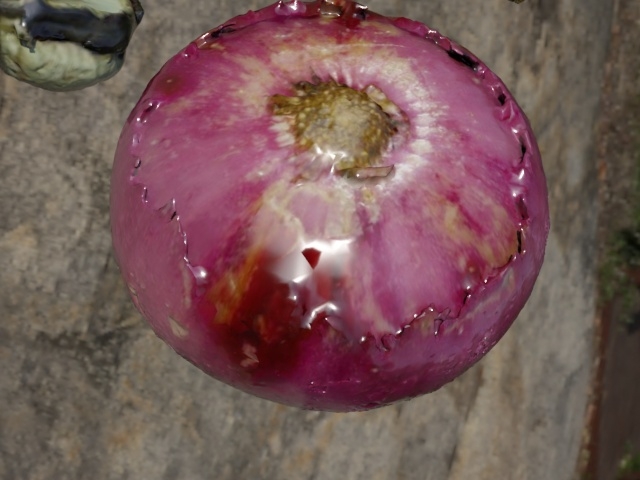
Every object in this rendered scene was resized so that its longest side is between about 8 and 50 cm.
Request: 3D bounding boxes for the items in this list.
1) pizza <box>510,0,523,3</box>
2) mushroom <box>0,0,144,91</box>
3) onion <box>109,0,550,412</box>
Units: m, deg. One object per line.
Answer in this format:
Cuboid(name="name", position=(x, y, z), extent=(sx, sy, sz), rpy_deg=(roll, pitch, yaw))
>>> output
Cuboid(name="pizza", position=(0.317, -0.513, 1.879), extent=(0.188, 0.199, 0.062), rpy_deg=(-62, 177, 26))
Cuboid(name="mushroom", position=(-0.341, -0.271, 1.311), extent=(0.247, 0.344, 0.130), rpy_deg=(4, 117, -33))
Cuboid(name="onion", position=(0.015, -0.024, 0.939), extent=(0.345, 0.358, 0.358), rpy_deg=(49, 58, -65))
